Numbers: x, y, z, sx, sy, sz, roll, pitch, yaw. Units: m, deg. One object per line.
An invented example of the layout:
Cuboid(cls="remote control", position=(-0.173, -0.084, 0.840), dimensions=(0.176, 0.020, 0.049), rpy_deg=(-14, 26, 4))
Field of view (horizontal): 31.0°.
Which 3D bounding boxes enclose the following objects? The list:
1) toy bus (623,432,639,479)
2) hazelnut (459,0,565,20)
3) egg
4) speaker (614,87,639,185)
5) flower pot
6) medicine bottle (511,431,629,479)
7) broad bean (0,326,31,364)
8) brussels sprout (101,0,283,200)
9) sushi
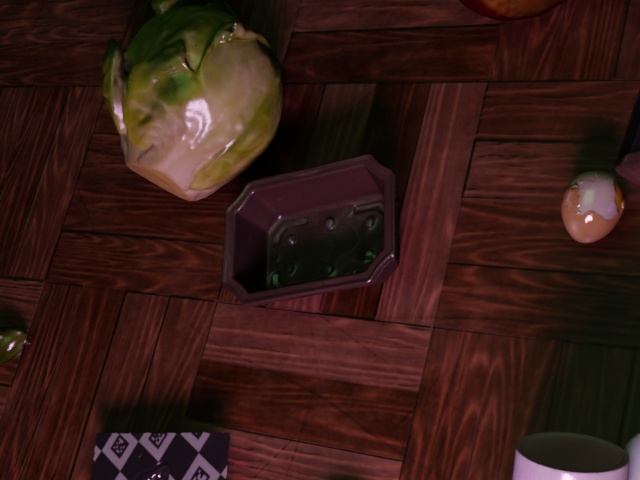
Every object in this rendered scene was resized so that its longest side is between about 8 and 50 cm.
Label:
Cuboid(cls="toy bus", position=(0.424, 0.201, 1.091), dimensions=(0.276, 0.165, 0.133), rpy_deg=(-28, 56, 17))
Cuboid(cls="hazelnut", position=(0.256, -0.392, 1.446), dimensions=(0.229, 0.229, 0.229), rpy_deg=(-13, 63, 26))
Cuboid(cls="egg", position=(0.311, -0.038, 1.324), dimensions=(0.071, 0.071, 0.083), rpy_deg=(7, 76, 33))
Cuboid(cls="speaker", position=(0.442, -0.099, 1.146), dimensions=(0.153, 0.231, 0.192), rpy_deg=(-69, 16, -10))
Cuboid(cls="flower pot", position=(0.000, 0.000, 1.489), dimensions=(0.251, 0.084, 0.179), rpy_deg=(-11, 63, 26))
Cuboid(cls="medicine bottle", position=(0.229, 0.339, 1.105), dimensions=(0.161, 0.111, 0.296), rpy_deg=(15, 108, 55))
Cuboid(cls="broad bean", position=(-0.545, 0.193, 1.760), dimensions=(0.256, 0.052, 0.053), rpy_deg=(-26, 16, 23))
Cuboid(cls="brussels sprout", position=(-0.177, -0.209, 1.607), dimensions=(0.259, 0.227, 0.294), rpy_deg=(14, 84, 50))
Cuboid(cls="sushi", position=(-0.202, 0.358, 1.478), dimensions=(0.231, 0.047, 0.219), rpy_deg=(-7, 71, 34))
